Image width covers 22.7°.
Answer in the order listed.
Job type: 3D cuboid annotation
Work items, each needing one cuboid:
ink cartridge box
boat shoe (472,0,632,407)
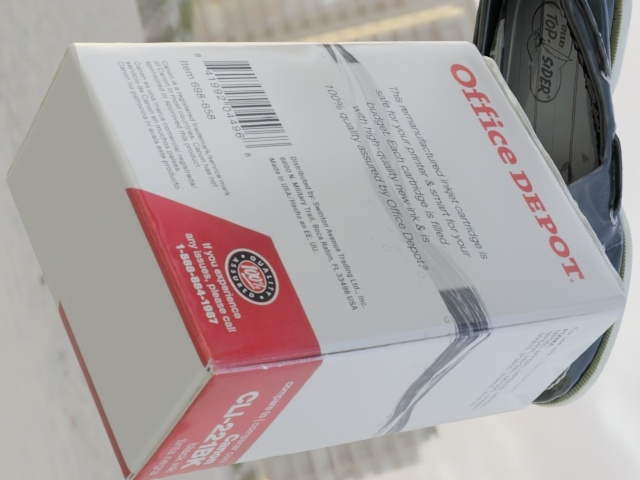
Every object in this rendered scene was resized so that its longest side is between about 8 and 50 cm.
[{"bbox_3d":[0.000,0.000,0.855,0.114,0.273,0.197,-54,-127,43],"label":"ink cartridge box"},{"bbox_3d":[0.147,-0.052,1.097,0.113,0.127,0.340,1,98,-59],"label":"boat shoe"}]
